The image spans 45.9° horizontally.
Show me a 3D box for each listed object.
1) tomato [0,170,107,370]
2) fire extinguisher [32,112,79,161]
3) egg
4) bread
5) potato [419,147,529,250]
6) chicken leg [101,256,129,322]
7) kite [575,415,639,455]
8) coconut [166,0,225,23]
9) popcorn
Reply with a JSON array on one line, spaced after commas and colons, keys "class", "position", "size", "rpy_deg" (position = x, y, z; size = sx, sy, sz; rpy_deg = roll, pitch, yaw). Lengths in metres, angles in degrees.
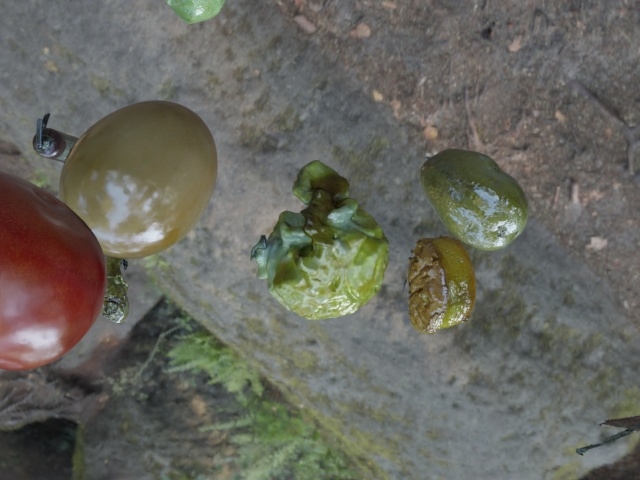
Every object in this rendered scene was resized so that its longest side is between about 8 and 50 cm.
[{"class": "tomato", "position": [-0.274, 0.018, 0.647], "size": [0.195, 0.195, 0.136], "rpy_deg": [39, 91, -23]}, {"class": "fire extinguisher", "position": [-0.624, -0.238, 1.782], "size": [0.071, 0.099, 0.231], "rpy_deg": [12, 179, 2]}, {"class": "egg", "position": [-0.380, -0.133, 1.621], "size": [0.301, 0.374, 0.301], "rpy_deg": [33, 151, 21]}, {"class": "bread", "position": [0.310, 0.126, 1.902], "size": [0.160, 0.147, 0.261], "rpy_deg": [-6, 108, -27]}, {"class": "potato", "position": [0.304, -0.092, 1.542], "size": [0.251, 0.159, 0.174], "rpy_deg": [46, 118, 16]}, {"class": "chicken leg", "position": [-0.564, 0.114, 2.066], "size": [0.088, 0.228, 0.103], "rpy_deg": [-10, 155, 9]}, {"class": "kite", "position": [0.358, 0.217, 0.864], "size": [0.156, 0.011, 0.139], "rpy_deg": [-15, 174, -18]}, {"class": "coconut", "position": [-0.204, -0.393, 1.219], "size": [0.096, 0.088, 0.088], "rpy_deg": [-19, 148, -28]}, {"class": "popcorn", "position": [0.000, 0.000, 1.049], "size": [0.197, 0.198, 0.213], "rpy_deg": [3, 107, 15]}]
